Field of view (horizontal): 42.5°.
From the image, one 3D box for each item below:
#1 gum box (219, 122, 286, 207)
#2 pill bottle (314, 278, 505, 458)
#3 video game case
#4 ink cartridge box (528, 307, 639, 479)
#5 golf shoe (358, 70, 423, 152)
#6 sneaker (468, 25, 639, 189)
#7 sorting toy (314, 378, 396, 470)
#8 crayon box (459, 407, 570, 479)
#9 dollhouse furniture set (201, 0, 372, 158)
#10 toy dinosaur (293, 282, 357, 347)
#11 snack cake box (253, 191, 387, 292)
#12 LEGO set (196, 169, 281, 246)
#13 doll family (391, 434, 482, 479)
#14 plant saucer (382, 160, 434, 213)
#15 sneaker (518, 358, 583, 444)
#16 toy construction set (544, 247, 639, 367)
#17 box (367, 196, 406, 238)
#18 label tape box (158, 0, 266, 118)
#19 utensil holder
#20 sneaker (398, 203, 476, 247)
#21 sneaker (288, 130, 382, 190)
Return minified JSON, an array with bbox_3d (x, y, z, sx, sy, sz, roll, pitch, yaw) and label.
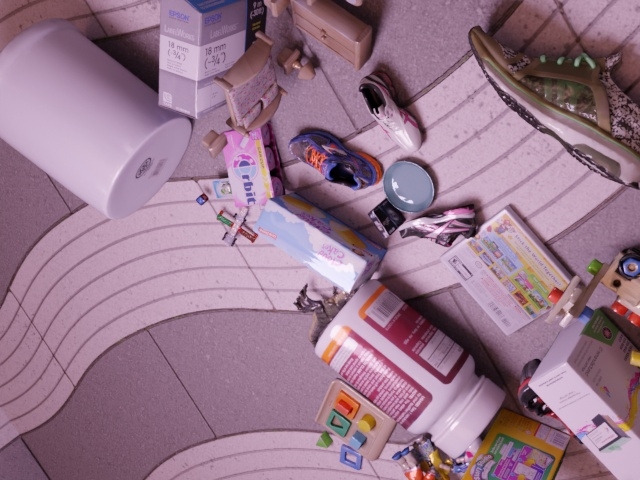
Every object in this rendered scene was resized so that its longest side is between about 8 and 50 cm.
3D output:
[{"bbox_3d":[-0.156,-0.178,1.894,0.107,0.062,0.188,-6,103,25],"label":"gum box"},{"bbox_3d":[0.201,0.287,1.840,0.392,0.224,0.224,39,130,9],"label":"pill bottle"},{"bbox_3d":[0.393,0.067,1.723,0.227,0.026,0.206,49,131,2],"label":"video game case"},{"bbox_3d":[0.573,0.306,1.618,0.278,0.201,0.117,47,135,2],"label":"ink cartridge box"},{"bbox_3d":[0.137,-0.251,1.672,0.067,0.086,0.186,-31,98,39],"label":"golf shoe"},{"bbox_3d":[0.446,-0.273,1.460,0.410,0.158,0.182,41,99,10],"label":"sneaker"},{"bbox_3d":[0.084,0.473,2.132,0.196,0.047,0.347,31,128,15],"label":"sorting toy"},{"bbox_3d":[0.418,0.497,1.778,0.165,0.278,0.081,20,124,23],"label":"crayon box"},{"bbox_3d":[-0.074,-0.314,1.590,0.174,0.355,0.303,37,168,12],"label":"dollhouse furniture set"},{"bbox_3d":[-0.007,0.167,2.016,0.118,0.064,0.268,36,133,3],"label":"toy dinosaur"},{"bbox_3d":[0.000,0.000,1.843,0.264,0.152,0.089,33,108,14],"label":"snack cake box"},{"bbox_3d":[-0.181,-0.078,2.011,0.244,0.060,0.182,-6,110,24],"label":"LEGO set"},{"bbox_3d":[0.315,0.532,1.993,0.263,0.118,0.163,-33,89,22],"label":"doll family"},{"bbox_3d":[0.190,-0.116,1.753,0.119,0.021,0.119,15,122,25],"label":"plant saucer"},{"bbox_3d":[0.529,0.340,1.742,0.276,0.135,0.097,32,119,-16],"label":"sneaker"},{"bbox_3d":[0.586,0.145,1.541,0.328,0.151,0.215,30,108,-3],"label":"toy construction set"},{"bbox_3d":[0.144,-0.050,1.779,0.018,0.083,0.067,-29,97,41],"label":"box"},{"bbox_3d":[-0.217,-0.448,1.689,0.106,0.241,0.333,22,125,22],"label":"label tape box"},{"bbox_3d":[-0.549,-0.280,1.946,0.385,0.327,0.327,38,129,8],"label":"utensil holder"},{"bbox_3d":[0.246,-0.019,1.728,0.178,0.072,0.077,-13,92,38],"label":"sneaker"},{"bbox_3d":[0.023,-0.173,1.787,0.221,0.087,0.083,23,125,20],"label":"sneaker"}]
